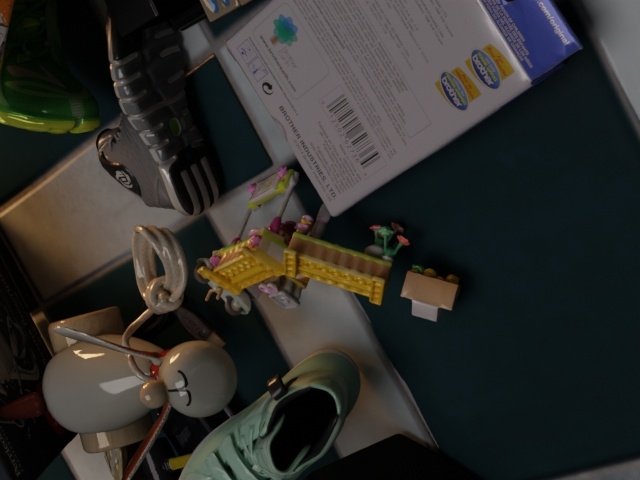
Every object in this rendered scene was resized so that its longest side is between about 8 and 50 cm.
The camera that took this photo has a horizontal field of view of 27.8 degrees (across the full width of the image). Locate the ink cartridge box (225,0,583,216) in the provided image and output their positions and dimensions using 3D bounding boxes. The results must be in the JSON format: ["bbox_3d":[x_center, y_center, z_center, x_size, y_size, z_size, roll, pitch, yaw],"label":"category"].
[{"bbox_3d":[0.066,-0.163,1.049,0.311,0.065,0.186,-33,88,49],"label":"ink cartridge box"}]

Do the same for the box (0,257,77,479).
[{"bbox_3d":[-0.451,0.139,1.481,0.179,0.312,0.343,-26,95,6],"label":"box"}]

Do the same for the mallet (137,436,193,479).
[{"bbox_3d":[-0.126,0.240,1.372,0.189,0.039,0.062,-12,96,45],"label":"mallet"}]

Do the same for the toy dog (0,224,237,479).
[{"bbox_3d":[-0.223,0.147,1.310,0.220,0.161,0.334,62,149,14],"label":"toy dog"}]

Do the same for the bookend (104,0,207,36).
[{"bbox_3d":[-0.189,-0.253,1.163,0.072,0.157,0.156,-18,98,46],"label":"bookend"}]

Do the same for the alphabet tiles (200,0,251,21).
[{"bbox_3d":[-0.055,-0.320,1.089,0.237,0.009,0.198,-21,97,38],"label":"alphabet tiles"}]

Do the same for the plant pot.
[{"bbox_3d":[0.062,0.298,1.229,0.167,0.188,0.187,50,138,28],"label":"plant pot"}]

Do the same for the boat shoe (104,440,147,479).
[{"bbox_3d":[-0.238,0.259,1.568,0.045,0.050,0.135,0,102,46],"label":"boat shoe"}]

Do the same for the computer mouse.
[{"bbox_3d":[-0.119,0.170,1.406,0.262,0.060,0.184,51,135,20],"label":"computer mouse"}]

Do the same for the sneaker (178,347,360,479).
[{"bbox_3d":[-0.068,0.210,1.222,0.094,0.151,0.256,42,98,2],"label":"sneaker"}]

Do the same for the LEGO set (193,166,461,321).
[{"bbox_3d":[0.000,0.000,1.198,0.287,0.107,0.132,-2,145,38],"label":"LEGO set"}]

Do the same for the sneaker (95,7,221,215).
[{"bbox_3d":[-0.191,-0.129,1.287,0.132,0.086,0.229,0,113,45],"label":"sneaker"}]

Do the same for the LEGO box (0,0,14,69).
[{"bbox_3d":[-0.415,-0.358,1.146,0.500,0.193,0.372,65,144,36],"label":"LEGO box"}]

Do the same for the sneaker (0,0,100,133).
[{"bbox_3d":[-0.316,-0.211,1.312,0.295,0.109,0.123,48,127,32],"label":"sneaker"}]
